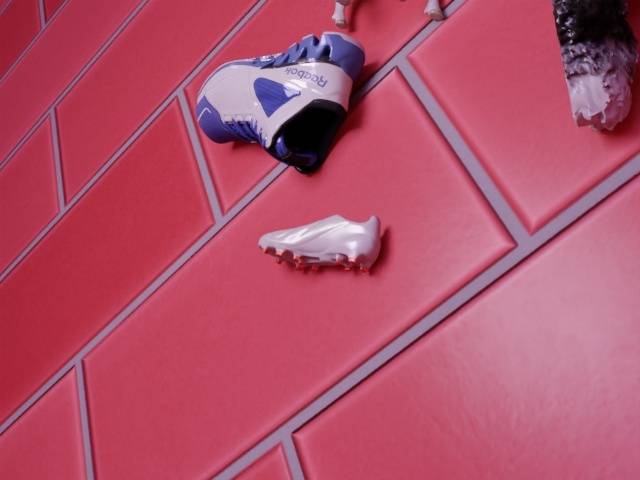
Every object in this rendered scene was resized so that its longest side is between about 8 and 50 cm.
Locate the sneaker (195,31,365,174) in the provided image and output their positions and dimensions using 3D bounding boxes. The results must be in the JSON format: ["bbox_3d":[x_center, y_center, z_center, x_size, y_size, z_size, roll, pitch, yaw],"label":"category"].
[{"bbox_3d":[-0.077,-0.191,1.125,0.315,0.127,0.182,-14,58,36],"label":"sneaker"}]

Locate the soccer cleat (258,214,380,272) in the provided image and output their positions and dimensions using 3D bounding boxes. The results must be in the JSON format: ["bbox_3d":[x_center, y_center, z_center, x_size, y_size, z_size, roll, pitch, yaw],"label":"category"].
[{"bbox_3d":[0.000,0.000,1.004,0.196,0.068,0.076,2,65,36],"label":"soccer cleat"}]

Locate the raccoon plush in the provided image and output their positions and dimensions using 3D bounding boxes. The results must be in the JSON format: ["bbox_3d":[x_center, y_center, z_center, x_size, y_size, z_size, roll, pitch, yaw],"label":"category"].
[{"bbox_3d":[0.401,-0.363,0.795,0.299,0.216,0.447,-10,91,24],"label":"raccoon plush"}]

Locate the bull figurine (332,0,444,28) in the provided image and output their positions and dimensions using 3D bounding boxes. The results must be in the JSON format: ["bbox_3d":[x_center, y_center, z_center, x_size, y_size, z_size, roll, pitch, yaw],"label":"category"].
[{"bbox_3d":[0.126,-0.429,1.081,0.310,0.101,0.189,7,76,44],"label":"bull figurine"}]
